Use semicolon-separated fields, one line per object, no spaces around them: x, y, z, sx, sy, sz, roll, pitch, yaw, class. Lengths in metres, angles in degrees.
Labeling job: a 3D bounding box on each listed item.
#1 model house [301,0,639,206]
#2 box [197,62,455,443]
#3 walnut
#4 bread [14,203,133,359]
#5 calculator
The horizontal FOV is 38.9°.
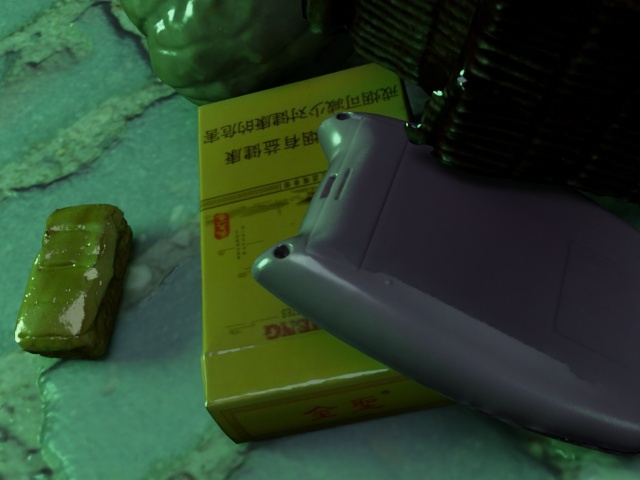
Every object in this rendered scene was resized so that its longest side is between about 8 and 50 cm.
0.175;-0.189;0.580;0.282;0.317;0.297;38;53;19;model house
0.000;0.000;0.683;0.174;0.076;0.274;-13;55;10;box
-0.055;-0.218;0.766;0.224;0.224;0.224;-8;56;12;walnut
-0.197;0.033;0.732;0.074;0.053;0.132;0;60;17;bread
0.116;0.020;0.586;0.294;0.043;0.194;24;51;-1;calculator
